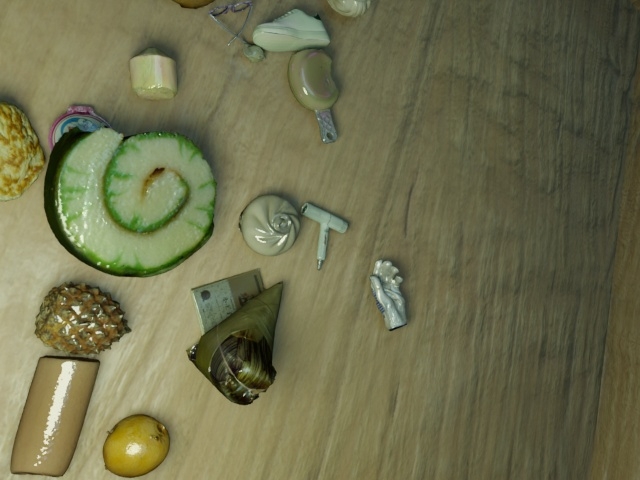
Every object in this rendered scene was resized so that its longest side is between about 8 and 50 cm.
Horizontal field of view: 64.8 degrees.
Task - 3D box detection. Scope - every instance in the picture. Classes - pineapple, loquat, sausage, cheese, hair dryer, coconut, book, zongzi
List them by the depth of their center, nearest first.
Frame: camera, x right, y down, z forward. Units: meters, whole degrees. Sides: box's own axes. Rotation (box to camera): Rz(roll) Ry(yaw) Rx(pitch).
[{"bbox_3d":[-0.555,0.369,1.051,0.123,0.123,0.252,17,75,-30],"label":"sausage"},{"bbox_3d":[-0.499,0.174,1.089,0.193,0.166,0.166,25,71,-41],"label":"pineapple"},{"bbox_3d":[-0.410,0.457,1.123,0.141,0.141,0.141,4,82,-32],"label":"loquat"},{"bbox_3d":[-0.541,-0.193,1.166,0.155,0.062,0.244,-5,87,-35],"label":"cheese"},{"bbox_3d":[-0.146,0.222,1.209,0.154,0.289,0.317,47,71,-23],"label":"zongzi"},{"bbox_3d":[-0.412,-0.416,1.245,0.116,0.116,0.122,-4,92,-33],"label":"coconut"},{"bbox_3d":[-0.235,0.167,1.342,0.199,0.016,0.138,-17,93,-33],"label":"book"},{"bbox_3d":[-0.007,-0.001,1.497,0.155,0.044,0.183,25,74,-25],"label":"hair dryer"},{"bbox_3d":[-0.005,-0.435,1.529,0.163,0.082,0.286,-21,98,-32],"label":"cheese"}]

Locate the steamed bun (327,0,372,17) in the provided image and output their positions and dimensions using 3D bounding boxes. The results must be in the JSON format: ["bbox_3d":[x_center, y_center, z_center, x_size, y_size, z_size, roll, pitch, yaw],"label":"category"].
[{"bbox_3d":[0.084,-0.802,1.615,0.183,0.106,0.182,7,77,-34],"label":"steamed bun"}]

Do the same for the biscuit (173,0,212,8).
[{"bbox_3d":[-0.365,-0.774,1.331,0.297,0.102,0.296,6,80,-34],"label":"biscuit"}]

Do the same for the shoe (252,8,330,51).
[{"bbox_3d":[-0.094,-0.629,1.493,0.265,0.095,0.110,-10,84,-38],"label":"shoe"}]

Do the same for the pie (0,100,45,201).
[{"bbox_3d":[-0.663,-0.186,1.036,0.178,0.084,0.205,71,28,-50],"label":"pie"}]

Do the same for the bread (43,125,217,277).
[{"bbox_3d":[-0.428,-0.102,1.153,0.366,0.129,0.382,-52,124,-21],"label":"bread"}]

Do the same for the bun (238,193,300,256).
[{"bbox_3d":[-0.128,-0.043,1.377,0.173,0.120,0.172,3,84,-33],"label":"bun"}]

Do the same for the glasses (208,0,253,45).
[{"bbox_3d":[-0.236,-0.603,1.411,0.140,0.063,0.103,-25,99,-31],"label":"glasses"}]

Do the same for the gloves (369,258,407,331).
[{"bbox_3d":[0.211,0.171,1.579,0.119,0.097,0.228,-9,91,-46],"label":"gloves"}]

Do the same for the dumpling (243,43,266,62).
[{"bbox_3d":[-0.192,-0.541,1.445,0.077,0.043,0.059,-21,73,-29],"label":"dumpling"}]
